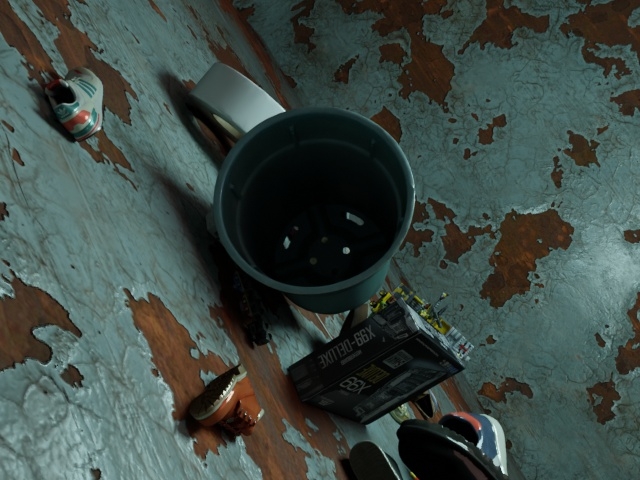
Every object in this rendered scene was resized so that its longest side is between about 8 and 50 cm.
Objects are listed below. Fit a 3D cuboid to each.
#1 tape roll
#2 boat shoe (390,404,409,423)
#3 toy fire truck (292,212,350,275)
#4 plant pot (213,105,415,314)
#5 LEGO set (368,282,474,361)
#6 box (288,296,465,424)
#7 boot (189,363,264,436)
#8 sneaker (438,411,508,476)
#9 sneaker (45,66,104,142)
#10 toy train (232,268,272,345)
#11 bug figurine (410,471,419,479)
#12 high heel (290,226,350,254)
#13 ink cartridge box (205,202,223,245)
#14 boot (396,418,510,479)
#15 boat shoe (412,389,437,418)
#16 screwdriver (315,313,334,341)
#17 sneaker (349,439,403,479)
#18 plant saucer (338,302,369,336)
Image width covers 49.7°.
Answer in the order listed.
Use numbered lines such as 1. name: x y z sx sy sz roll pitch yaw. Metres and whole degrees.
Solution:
1. tape roll: -0.170 -0.286 1.632 0.286 0.100 0.286 37 -5 4
2. boat shoe: 0.179 0.385 1.665 0.153 0.048 0.056 52 12 -25
3. toy fire truck: 0.033 0.015 1.636 0.246 0.158 0.217 41 54 -79
4. plant pot: 0.005 -0.018 1.308 0.341 0.341 0.334 61 -4 21
5. LEGO set: 0.249 0.268 1.772 0.192 0.255 0.331 45 -6 38
6. box: 0.116 0.239 1.300 0.307 0.242 0.077 41 19 -57
7. boot: -0.111 0.214 0.874 0.085 0.059 0.158 62 10 2
8. sneaker: 0.315 0.507 1.405 0.148 0.131 0.350 22 36 -25
9. sneaker: -0.358 -0.216 0.999 0.075 0.057 0.161 53 13 -48
10. toy train: -0.119 0.112 1.173 0.027 0.036 0.158 46 17 -50
11. bug figurine: 0.269 0.591 1.415 0.279 0.072 0.216 46 16 -47
12. high heel: 0.000 0.000 1.805 0.377 0.127 0.181 58 3 -17
13. ink cartridge box: -0.187 -0.025 1.282 0.083 0.028 0.048 49 13 -37
14. boot: 0.231 0.505 1.207 0.348 0.131 0.260 39 53 6
15. boat shoe: 0.279 0.421 1.952 0.183 0.066 0.066 55 12 -11
16. screwdriver: 0.019 0.209 1.540 0.170 0.024 0.025 58 -18 15
17. sneaker: 0.131 0.450 1.191 0.222 0.083 0.118 65 8 24
18. plant saucer: 0.058 0.205 1.435 0.029 0.169 0.168 22 15 -3
